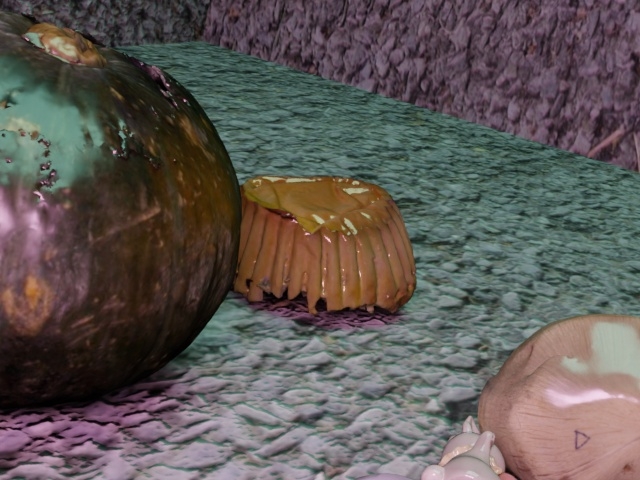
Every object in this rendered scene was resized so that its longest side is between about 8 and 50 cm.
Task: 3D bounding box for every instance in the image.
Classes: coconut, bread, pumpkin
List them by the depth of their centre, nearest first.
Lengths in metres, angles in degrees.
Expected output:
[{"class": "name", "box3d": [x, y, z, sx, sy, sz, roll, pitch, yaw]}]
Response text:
[{"class": "pumpkin", "box3d": [-0.292, -0.041, 1.141, 0.454, 0.344, 0.454, 13, 23, -5]}, {"class": "coconut", "box3d": [0.264, 0.166, 1.144, 0.224, 0.224, 0.224, 12, 17, -4]}, {"class": "bread", "box3d": [0.000, 0.000, 1.558, 0.274, 0.149, 0.274, 11, 24, -5]}]

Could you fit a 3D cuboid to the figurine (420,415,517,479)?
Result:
[{"class": "figurine", "box3d": [0.142, 0.226, 1.100, 0.098, 0.081, 0.146, 59, 19, 1]}]

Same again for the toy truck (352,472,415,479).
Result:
[{"class": "toy truck", "box3d": [0.111, 0.278, 0.712, 0.363, 0.178, 0.176, 22, 19, 35]}]
